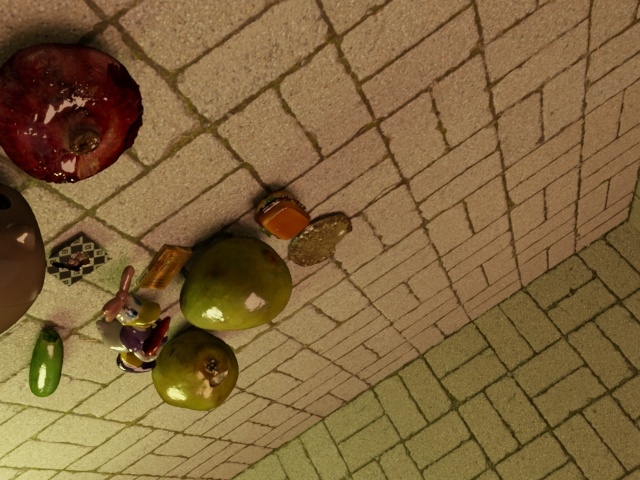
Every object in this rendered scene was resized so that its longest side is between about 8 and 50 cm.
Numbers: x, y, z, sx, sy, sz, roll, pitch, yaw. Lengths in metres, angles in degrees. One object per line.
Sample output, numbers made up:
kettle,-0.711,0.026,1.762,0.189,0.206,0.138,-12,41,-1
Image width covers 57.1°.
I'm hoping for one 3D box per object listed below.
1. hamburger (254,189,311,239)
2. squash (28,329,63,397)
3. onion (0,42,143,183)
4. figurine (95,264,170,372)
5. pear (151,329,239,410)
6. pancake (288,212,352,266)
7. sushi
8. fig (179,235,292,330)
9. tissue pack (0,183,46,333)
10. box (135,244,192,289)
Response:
hamburger,-0.111,-0.070,1.579,0.137,0.087,0.166,-35,148,8
squash,-0.754,0.351,1.617,0.082,0.082,0.292,-7,142,-36
onion,-0.420,-0.201,0.984,0.252,0.219,0.252,-25,141,-22
figurine,-0.511,0.231,1.598,0.193,0.154,0.420,22,144,-8
pear,-0.400,0.418,1.878,0.269,0.268,0.321,-13,163,-28
pancake,0.000,0.000,1.837,0.235,0.029,0.212,-46,146,23
sushi,-0.577,0.042,1.385,0.126,0.026,0.120,-34,147,-5
fig,-0.245,0.132,1.597,0.327,0.257,0.258,-28,152,20
tissue pack,-0.685,0.014,1.006,0.387,0.267,0.276,10,127,-47
box,-0.419,0.074,1.574,0.156,0.022,0.089,-46,147,24
